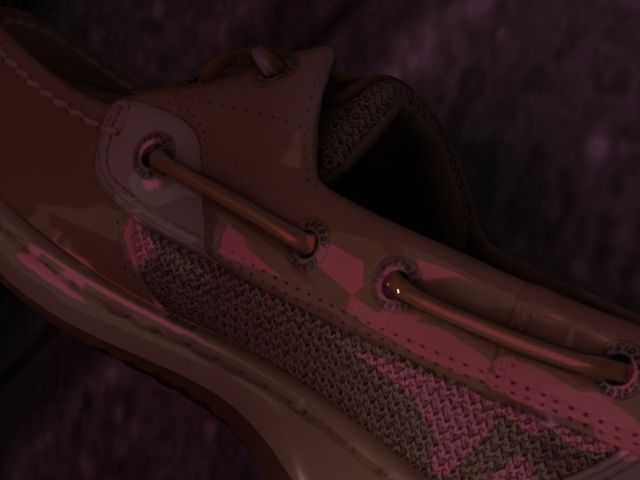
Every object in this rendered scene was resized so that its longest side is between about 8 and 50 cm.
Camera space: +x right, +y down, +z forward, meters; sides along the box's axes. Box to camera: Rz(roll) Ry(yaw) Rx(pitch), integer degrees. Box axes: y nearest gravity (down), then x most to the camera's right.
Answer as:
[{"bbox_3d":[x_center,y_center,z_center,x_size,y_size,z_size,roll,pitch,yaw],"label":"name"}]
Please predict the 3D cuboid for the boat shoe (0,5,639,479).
[{"bbox_3d":[0.000,0.000,0.569,0.341,0.121,0.110,36,104,35],"label":"boat shoe"}]

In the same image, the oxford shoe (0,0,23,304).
[{"bbox_3d":[-0.167,-0.065,0.779,0.083,0.096,0.227,-13,73,44],"label":"oxford shoe"}]
